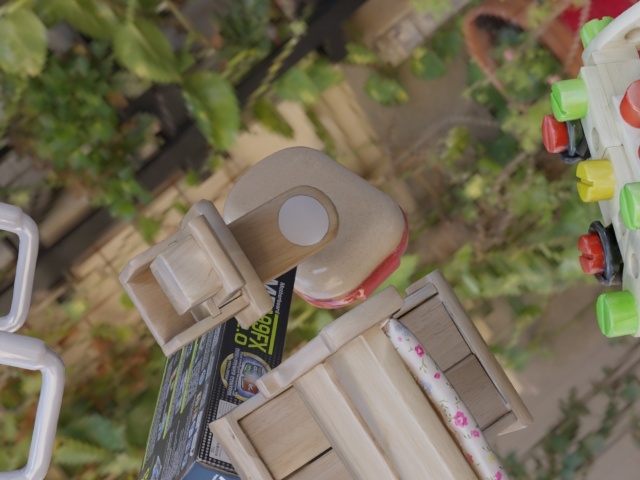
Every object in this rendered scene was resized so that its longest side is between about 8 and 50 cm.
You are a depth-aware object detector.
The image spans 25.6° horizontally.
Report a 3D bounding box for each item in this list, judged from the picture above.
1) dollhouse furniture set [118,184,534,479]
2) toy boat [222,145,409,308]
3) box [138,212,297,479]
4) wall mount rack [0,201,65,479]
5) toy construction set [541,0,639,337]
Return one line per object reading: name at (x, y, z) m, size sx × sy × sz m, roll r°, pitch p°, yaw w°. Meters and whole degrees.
dollhouse furniture set at (0.065, 0.059, 0.732) m, size 0.303 × 0.173 × 0.355 m, roll 57°, pitch 158°, yaw 3°
toy boat at (0.000, 0.000, 1.599) m, size 0.231 × 0.151 × 0.151 m, roll 37°, pitch 163°, yaw 36°
box at (-0.099, 0.141, 1.279) m, size 0.060 × 0.270 × 0.216 m, roll 20°, pitch 138°, yaw -13°
wall mount rack at (-0.309, 0.046, 0.798) m, size 0.350 × 0.304 × 0.131 m, roll -123°, pitch 41°, yaw -63°
toy construction set at (0.237, -0.071, 0.948) m, size 0.215 × 0.151 × 0.328 m, roll 94°, pitch -179°, yaw -63°
